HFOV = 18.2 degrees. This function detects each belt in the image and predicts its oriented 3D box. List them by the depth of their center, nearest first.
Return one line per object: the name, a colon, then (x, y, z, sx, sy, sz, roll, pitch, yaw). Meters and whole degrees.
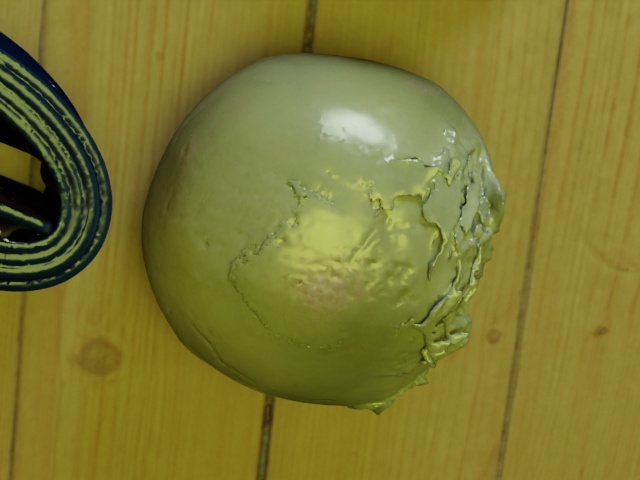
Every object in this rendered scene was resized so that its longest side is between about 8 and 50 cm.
belt: (-0.343, -0.094, 1.772, 0.347, 0.117, 0.212, 33, 98, -21)

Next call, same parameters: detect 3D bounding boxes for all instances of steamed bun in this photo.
steamed bun: (0.000, 0.000, 1.827, 0.312, 0.233, 0.334, 7, 103, -17)
